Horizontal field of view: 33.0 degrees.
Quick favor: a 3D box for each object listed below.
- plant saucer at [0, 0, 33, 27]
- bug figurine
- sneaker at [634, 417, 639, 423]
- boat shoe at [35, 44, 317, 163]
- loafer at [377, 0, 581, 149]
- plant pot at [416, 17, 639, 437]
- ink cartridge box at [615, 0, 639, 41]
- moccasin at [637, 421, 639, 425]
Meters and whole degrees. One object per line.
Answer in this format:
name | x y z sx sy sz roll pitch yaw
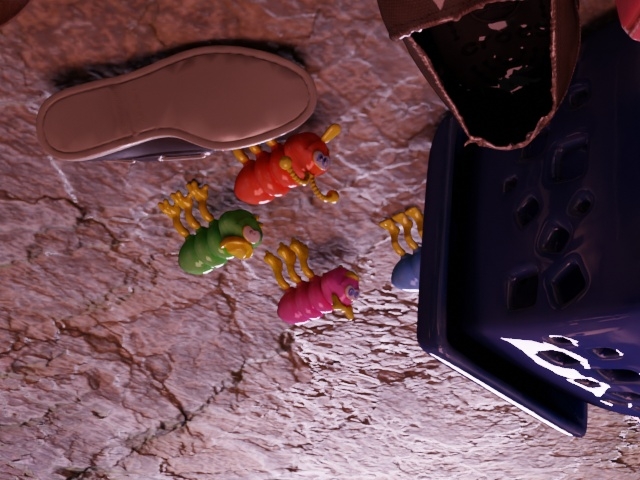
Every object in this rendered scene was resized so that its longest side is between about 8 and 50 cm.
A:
plant saucer | -0.254 -0.192 0.664 0.168 0.029 0.168 0 147 0
bug figurine | 0.000 0.000 0.914 0.216 0.072 0.279 -28 138 36
sneaker | 0.280 0.120 0.976 0.128 0.221 0.087 -14 154 37
boat shoe | -0.101 -0.095 0.794 0.206 0.075 0.065 -8 178 8
loafer | 0.078 -0.180 0.590 0.133 0.130 0.366 -15 143 22
plant pot | 0.206 0.010 0.797 0.212 0.236 0.236 -19 143 38
ink cartridge box | 0.216 -0.241 0.429 0.117 0.207 0.283 7 146 -13
moccasin | 0.381 0.173 1.133 0.137 0.117 0.342 -19 142 26
